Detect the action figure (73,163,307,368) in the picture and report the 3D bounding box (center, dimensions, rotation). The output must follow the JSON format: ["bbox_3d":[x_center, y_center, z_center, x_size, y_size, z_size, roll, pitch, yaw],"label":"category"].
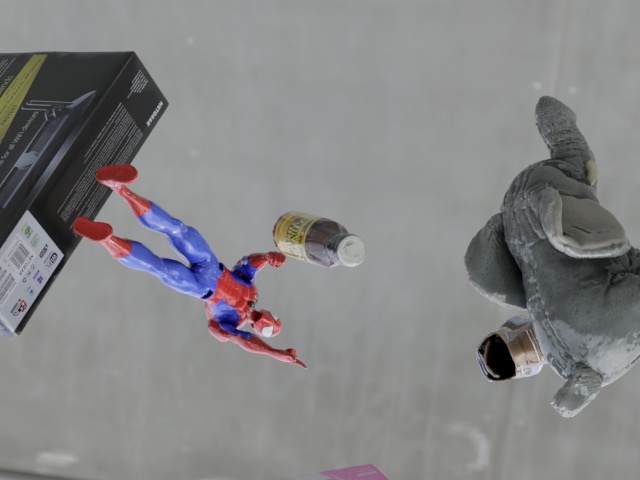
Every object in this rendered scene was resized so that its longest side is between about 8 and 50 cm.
[{"bbox_3d":[-0.093,0.034,1.524,0.139,0.091,0.280,11,160,36],"label":"action figure"}]

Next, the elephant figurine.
[{"bbox_3d":[0.214,0.005,1.447,0.239,0.169,0.186,51,-169,5],"label":"elephant figurine"}]

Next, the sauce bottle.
[{"bbox_3d":[0.000,0.000,1.332,0.042,0.042,0.128,10,-179,-24],"label":"sauce bottle"}]

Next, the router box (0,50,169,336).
[{"bbox_3d":[-0.328,-0.056,1.608,0.243,0.309,0.081,5,142,36],"label":"router box"}]

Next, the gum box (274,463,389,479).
[{"bbox_3d":[0.014,0.294,1.649,0.188,0.062,0.107,-1,-146,-47],"label":"gum box"}]

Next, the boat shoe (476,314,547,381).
[{"bbox_3d":[0.199,0.115,1.705,0.066,0.066,0.183,-21,170,-13],"label":"boat shoe"}]
